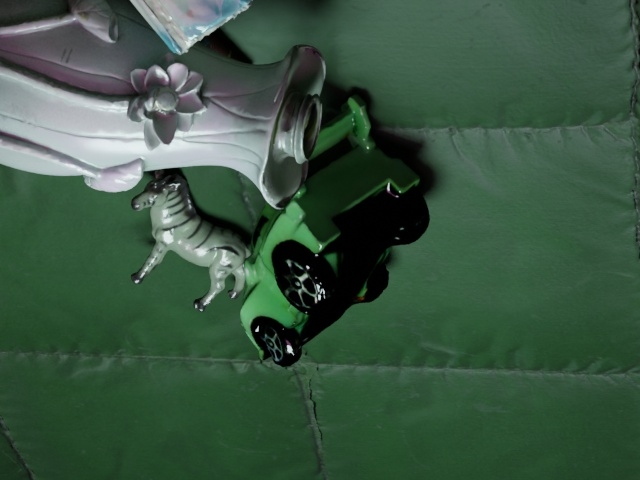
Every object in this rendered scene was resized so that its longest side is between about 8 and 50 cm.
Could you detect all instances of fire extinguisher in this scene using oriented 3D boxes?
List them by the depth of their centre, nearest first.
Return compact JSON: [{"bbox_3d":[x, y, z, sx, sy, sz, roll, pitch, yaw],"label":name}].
[{"bbox_3d":[-0.137,-0.234,2.110,0.056,0.039,0.132,-29,125,27],"label":"fire extinguisher"}]

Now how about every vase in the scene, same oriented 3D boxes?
[{"bbox_3d":[-0.217,-0.171,2.013,0.445,0.250,0.250,12,140,15],"label":"vase"}]

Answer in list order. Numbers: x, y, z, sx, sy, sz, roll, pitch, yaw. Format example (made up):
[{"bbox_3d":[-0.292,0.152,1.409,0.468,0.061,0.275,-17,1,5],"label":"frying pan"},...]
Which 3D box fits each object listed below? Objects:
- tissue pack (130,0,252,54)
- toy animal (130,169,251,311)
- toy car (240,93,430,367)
[{"bbox_3d":[-0.188,-0.356,1.840,0.124,0.201,0.271,-34,119,9],"label":"tissue pack"},{"bbox_3d":[-0.170,-0.003,2.359,0.216,0.073,0.176,23,124,-18],"label":"toy animal"},{"bbox_3d":[0.000,0.000,2.229,0.176,0.213,0.359,46,146,12],"label":"toy car"}]
